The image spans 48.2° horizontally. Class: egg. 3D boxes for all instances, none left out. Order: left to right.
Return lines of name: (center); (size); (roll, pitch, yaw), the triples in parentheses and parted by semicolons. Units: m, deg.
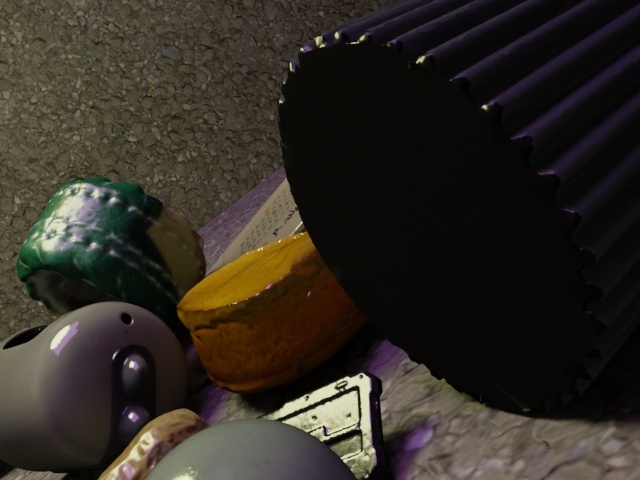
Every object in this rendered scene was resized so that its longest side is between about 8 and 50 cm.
egg: (-0.040, 0.180, 0.407); (0.149, 0.149, 0.192); (-34, 6, 3)

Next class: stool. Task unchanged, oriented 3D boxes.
stool: (0.182, -0.086, 0.554); (0.330, 0.297, 0.297); (-35, 11, -24)

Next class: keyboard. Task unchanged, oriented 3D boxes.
keyboard: (-0.053, 0.196, 0.607); (0.262, 0.016, 0.106); (-29, 40, 27)

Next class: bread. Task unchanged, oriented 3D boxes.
bread: (-0.054, 0.086, 0.832); (0.195, 0.143, 0.269); (-39, 14, -30)

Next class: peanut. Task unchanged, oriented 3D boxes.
peanut: (-0.177, 0.242, 0.726); (0.080, 0.080, 0.174); (-20, 22, 51)

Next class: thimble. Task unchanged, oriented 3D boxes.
thimble: (-0.309, 0.044, 1.071); (0.288, 0.254, 0.167); (-45, 20, 57)

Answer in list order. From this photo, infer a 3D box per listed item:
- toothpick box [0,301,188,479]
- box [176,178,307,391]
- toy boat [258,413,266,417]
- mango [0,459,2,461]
toothpick box: (-0.305, 0.205, 0.941); (0.316, 0.229, 0.229); (-20, 19, 46)
box: (-0.092, 0.031, 1.056); (0.365, 0.051, 0.204); (-49, 20, 12)
toy boat: (-0.023, 0.182, 0.641); (0.122, 0.034, 0.096); (-25, 27, 25)
mango: (-0.573, 0.302, 1.359); (0.211, 0.173, 0.317); (-34, -2, 37)
